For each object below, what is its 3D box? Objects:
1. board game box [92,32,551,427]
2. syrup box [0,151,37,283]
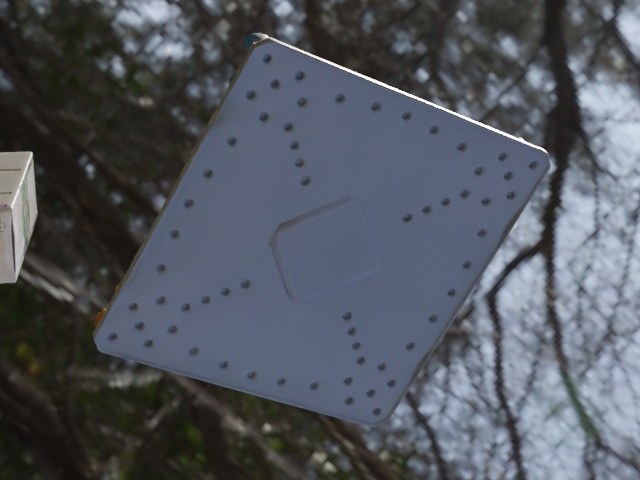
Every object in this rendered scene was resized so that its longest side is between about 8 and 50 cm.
[{"bbox_3d":[0.000,0.000,1.804,0.390,0.390,0.050,-60,-148,19],"label":"board game box"},{"bbox_3d":[-0.407,-0.031,2.028,0.096,0.093,0.237,-2,-160,-2],"label":"syrup box"}]
